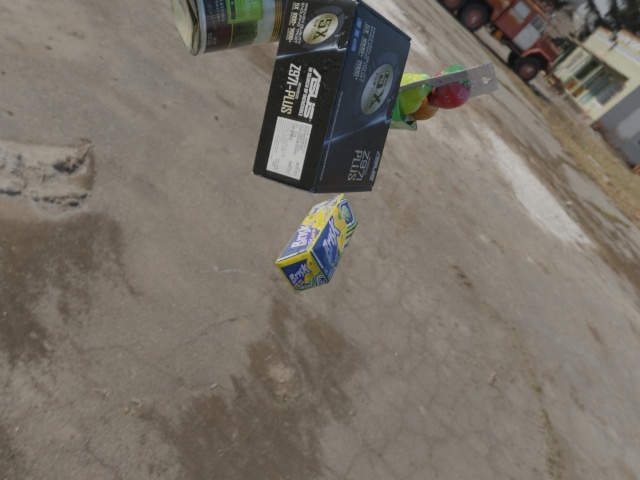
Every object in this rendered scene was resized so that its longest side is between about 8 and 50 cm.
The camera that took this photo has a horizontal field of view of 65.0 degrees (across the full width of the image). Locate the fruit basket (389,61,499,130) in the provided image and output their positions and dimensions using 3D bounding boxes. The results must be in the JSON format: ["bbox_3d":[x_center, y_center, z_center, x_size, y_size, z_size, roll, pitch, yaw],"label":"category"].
[{"bbox_3d":[0.299,-0.417,1.388,0.327,0.353,0.165,-11,87,-67],"label":"fruit basket"}]

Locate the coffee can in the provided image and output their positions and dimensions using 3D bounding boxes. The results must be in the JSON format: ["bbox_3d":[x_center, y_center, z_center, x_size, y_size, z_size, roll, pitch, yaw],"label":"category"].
[{"bbox_3d":[-0.140,-0.489,0.991,0.276,0.201,0.201,-19,63,-22],"label":"coffee can"}]

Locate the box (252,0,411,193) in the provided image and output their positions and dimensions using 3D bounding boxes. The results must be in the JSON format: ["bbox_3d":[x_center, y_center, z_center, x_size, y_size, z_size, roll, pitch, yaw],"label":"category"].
[{"bbox_3d":[0.016,-0.146,0.532,0.078,0.180,0.147,20,15,25],"label":"box"}]

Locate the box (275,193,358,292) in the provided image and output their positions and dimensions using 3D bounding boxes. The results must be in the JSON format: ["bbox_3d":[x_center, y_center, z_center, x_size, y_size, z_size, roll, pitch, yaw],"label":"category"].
[{"bbox_3d":[0.000,0.000,0.711,0.054,0.059,0.169,59,31,-19],"label":"box"}]
